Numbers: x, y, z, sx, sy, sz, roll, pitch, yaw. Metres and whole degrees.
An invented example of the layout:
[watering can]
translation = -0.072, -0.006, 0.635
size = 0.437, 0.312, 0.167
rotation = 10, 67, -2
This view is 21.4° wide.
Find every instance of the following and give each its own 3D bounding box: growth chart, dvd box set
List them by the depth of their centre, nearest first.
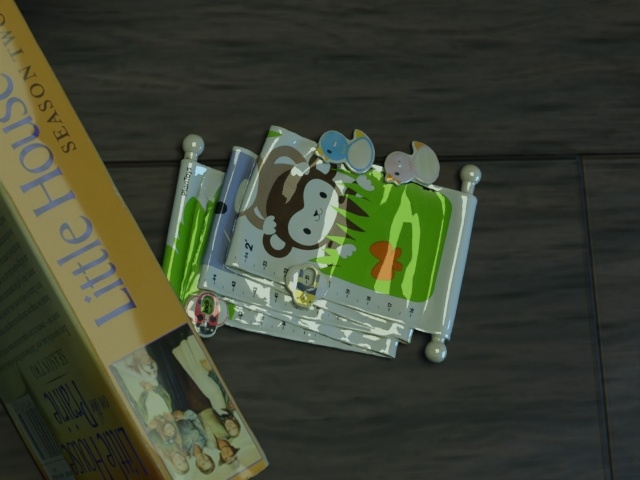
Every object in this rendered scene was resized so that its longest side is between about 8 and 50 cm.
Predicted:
[dvd box set]
translation = -0.195, -0.029, 0.990
size = 0.062, 0.307, 0.420
rotation = -29, 90, -21
[growth chart]
translation = 0.000, 0.000, 1.196
size = 0.237, 0.021, 0.172
rotation = 7, 78, -17
